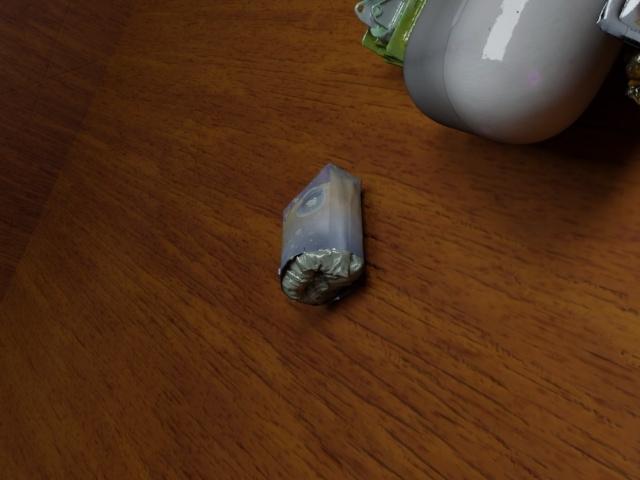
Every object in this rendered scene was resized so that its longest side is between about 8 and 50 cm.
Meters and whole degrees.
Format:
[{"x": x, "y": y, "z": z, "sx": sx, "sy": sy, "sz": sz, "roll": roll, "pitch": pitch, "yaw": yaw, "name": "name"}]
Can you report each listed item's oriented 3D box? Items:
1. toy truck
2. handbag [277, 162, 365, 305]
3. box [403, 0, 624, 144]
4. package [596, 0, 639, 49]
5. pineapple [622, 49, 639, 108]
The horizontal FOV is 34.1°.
[{"x": 0.134, "y": -0.346, "z": 1.273, "sx": 0.260, "sy": 0.135, "sz": 0.128, "roll": -60, "pitch": 29, "yaw": 4, "name": "toy truck"}, {"x": 0.000, "y": 0.000, "z": 1.278, "sx": 0.117, "sy": 0.095, "sz": 0.173, "roll": -48, "pitch": 30, "yaw": 36, "name": "handbag"}, {"x": 0.199, "y": -0.236, "z": 1.005, "sx": 0.289, "sy": 0.141, "sz": 0.349, "roll": -62, "pitch": 10, "yaw": 5, "name": "box"}, {"x": 0.330, "y": -0.208, "z": 0.819, "sx": 0.171, "sy": 0.173, "sz": 0.027, "roll": -65, "pitch": -8, "yaw": 1, "name": "package"}, {"x": 0.324, "y": -0.133, "z": 0.874, "sx": 0.114, "sy": 0.077, "sz": 0.114, "roll": -33, "pitch": 76, "yaw": 30, "name": "pineapple"}]
